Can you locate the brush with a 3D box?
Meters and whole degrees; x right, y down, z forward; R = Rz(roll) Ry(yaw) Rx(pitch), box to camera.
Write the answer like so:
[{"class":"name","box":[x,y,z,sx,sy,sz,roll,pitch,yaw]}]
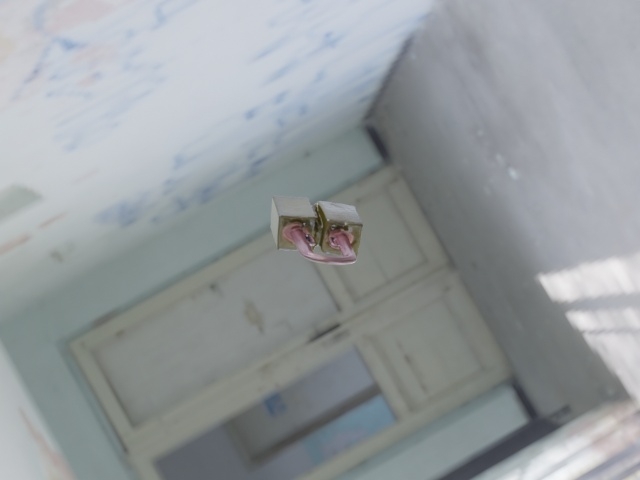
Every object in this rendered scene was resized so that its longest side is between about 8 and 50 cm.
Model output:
[{"class":"brush","box":[0.000,0.000,1.612,0.233,0.103,0.047,-110,27,-75]}]
